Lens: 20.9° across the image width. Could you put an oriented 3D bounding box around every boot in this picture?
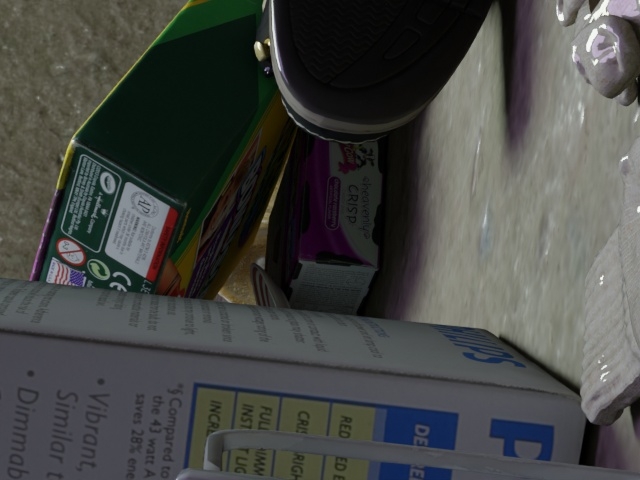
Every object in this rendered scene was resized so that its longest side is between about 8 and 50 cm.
[{"bbox_3d":[0.028,-0.173,1.160,0.284,0.138,0.377,111,168,-60],"label":"boot"}]

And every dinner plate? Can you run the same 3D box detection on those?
[{"bbox_3d":[-0.028,0.083,1.394,0.141,0.017,0.141,163,90,-82],"label":"dinner plate"}]

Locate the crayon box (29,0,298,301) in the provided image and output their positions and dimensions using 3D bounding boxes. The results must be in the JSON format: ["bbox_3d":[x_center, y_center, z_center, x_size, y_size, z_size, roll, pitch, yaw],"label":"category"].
[{"bbox_3d":[-0.117,-0.033,1.423,0.313,0.106,0.363,-55,-7,-42],"label":"crayon box"}]

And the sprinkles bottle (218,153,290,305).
[{"bbox_3d":[-0.062,-0.075,1.862,0.355,0.121,0.121,-93,12,-54],"label":"sprinkles bottle"}]

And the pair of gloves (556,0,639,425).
[{"bbox_3d":[0.127,-0.063,0.649,0.204,0.042,0.240,117,158,-70],"label":"pair of gloves"}]

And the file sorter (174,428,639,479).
[{"bbox_3d":[0.037,0.203,0.522,0.173,0.193,0.277,-139,56,-85],"label":"file sorter"}]

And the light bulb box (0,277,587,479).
[{"bbox_3d":[-0.091,0.207,0.842,0.225,0.361,0.358,-133,50,-83],"label":"light bulb box"}]

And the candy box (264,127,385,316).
[{"bbox_3d":[0.000,0.000,1.491,0.233,0.071,0.159,113,163,-62],"label":"candy box"}]
